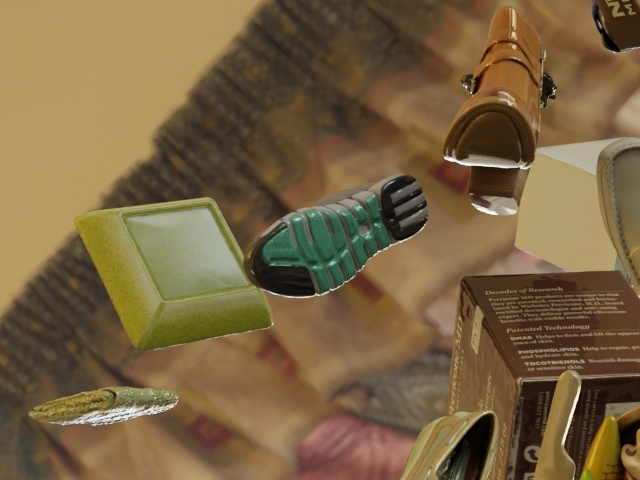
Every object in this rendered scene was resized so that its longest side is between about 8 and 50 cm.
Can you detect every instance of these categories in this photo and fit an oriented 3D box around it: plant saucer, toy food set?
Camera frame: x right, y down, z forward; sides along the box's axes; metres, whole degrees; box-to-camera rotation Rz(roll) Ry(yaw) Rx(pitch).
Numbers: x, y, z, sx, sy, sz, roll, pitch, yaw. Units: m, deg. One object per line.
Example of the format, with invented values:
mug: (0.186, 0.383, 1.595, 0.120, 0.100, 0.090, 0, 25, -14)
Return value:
plant saucer: (-0.158, 0.024, 1.892, 0.188, 0.188, 0.045, -9, -32, -37)
toy food set: (0.208, 0.158, 0.967, 0.038, 0.192, 0.132, -21, -57, -60)

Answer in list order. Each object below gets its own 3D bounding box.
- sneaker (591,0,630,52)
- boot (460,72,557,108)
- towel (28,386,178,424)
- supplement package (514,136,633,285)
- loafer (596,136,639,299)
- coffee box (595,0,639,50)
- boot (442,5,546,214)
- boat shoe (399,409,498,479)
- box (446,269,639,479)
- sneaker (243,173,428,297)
sneaker: (0.436, -0.386, 2.492, 0.182, 0.315, 0.127, -45, -38, -29)
boot: (0.280, -0.228, 2.464, 0.099, 0.121, 0.045, -45, -6, -2)
towel: (-0.241, 0.187, 1.867, 0.148, 0.027, 0.110, -17, -16, 39)
supplement package: (0.415, -0.041, 2.327, 0.203, 0.194, 0.149, -9, -66, -37)
loafer: (0.404, 0.032, 1.888, 0.112, 0.319, 0.111, -26, 4, 2)
coffee box: (0.361, -0.280, 1.521, 0.119, 0.297, 0.168, -35, -76, -19)
boot: (0.219, -0.177, 1.956, 0.283, 0.109, 0.220, 57, -139, -65)
boat shoe: (0.086, 0.197, 1.218, 0.072, 0.068, 0.190, -34, 26, 45)
box: (0.228, 0.148, 1.579, 0.167, 0.203, 0.168, -2, -64, -11)
sneaker: (0.000, 0.000, 1.619, 0.223, 0.098, 0.083, -22, -79, -37)
